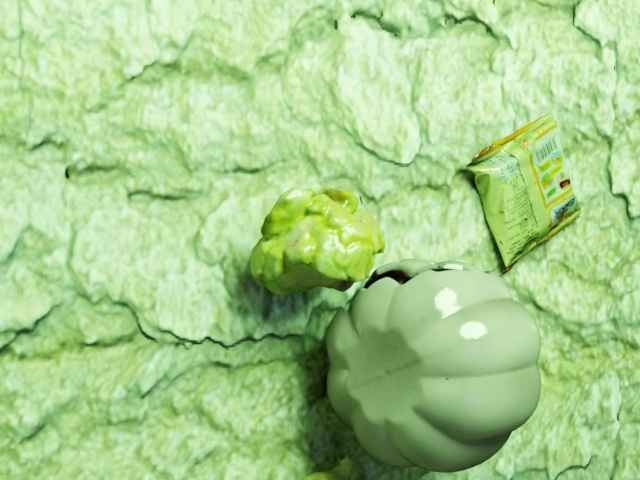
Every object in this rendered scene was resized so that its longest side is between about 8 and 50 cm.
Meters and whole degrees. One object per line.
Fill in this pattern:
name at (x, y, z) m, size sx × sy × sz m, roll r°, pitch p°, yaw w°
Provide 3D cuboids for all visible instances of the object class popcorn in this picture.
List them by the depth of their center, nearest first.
popcorn at (0.001, 0.001, 1.349) m, size 0.109 × 0.097 × 0.089 m, roll 5°, pitch 88°, yaw -31°

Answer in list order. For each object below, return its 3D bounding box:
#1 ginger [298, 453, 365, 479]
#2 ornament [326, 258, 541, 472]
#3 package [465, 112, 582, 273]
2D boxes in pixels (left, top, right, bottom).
ginger at (0.078, 0.281, 1.432) m, size 0.294 × 0.086 × 0.131 m, roll 32°, pitch 84°, yaw -23°
ornament at (0.097, 0.100, 1.378) m, size 0.177 × 0.177 × 0.177 m, roll -2°, pitch 93°, yaw -35°
package at (0.185, -0.046, 1.516) m, size 0.108 × 0.031 × 0.120 m, roll -33°, pitch 115°, yaw -29°
